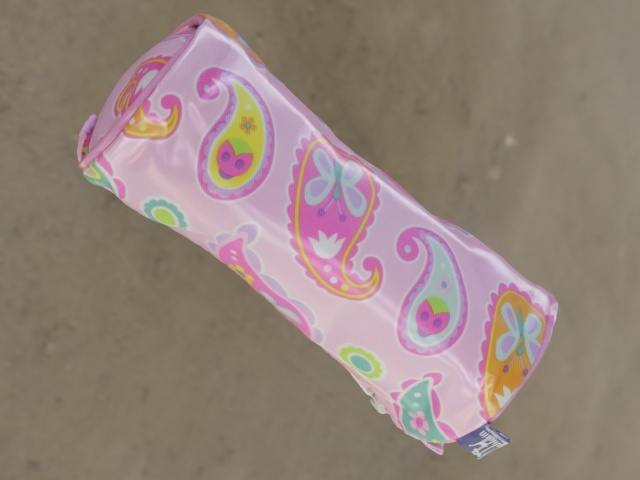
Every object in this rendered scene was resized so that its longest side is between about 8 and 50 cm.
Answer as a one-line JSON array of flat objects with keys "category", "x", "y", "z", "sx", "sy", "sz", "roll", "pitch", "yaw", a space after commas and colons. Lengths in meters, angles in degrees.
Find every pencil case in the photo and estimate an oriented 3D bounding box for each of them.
[{"category": "pencil case", "x": 0.000, "y": 0.000, "z": 1.039, "sx": 0.284, "sy": 0.124, "sz": 0.124, "roll": 40, "pitch": 59, "yaw": -15}]
